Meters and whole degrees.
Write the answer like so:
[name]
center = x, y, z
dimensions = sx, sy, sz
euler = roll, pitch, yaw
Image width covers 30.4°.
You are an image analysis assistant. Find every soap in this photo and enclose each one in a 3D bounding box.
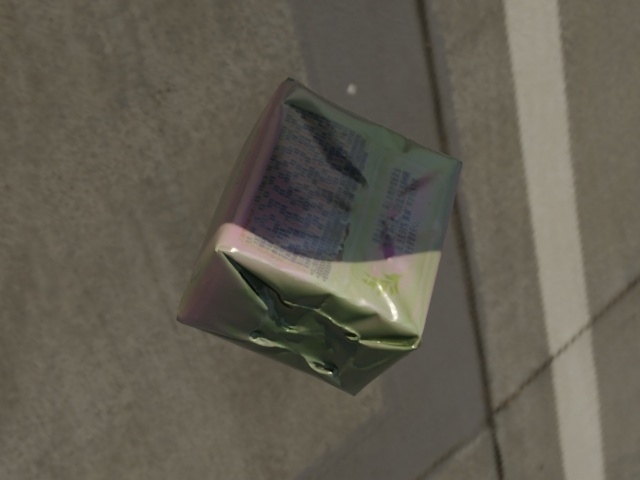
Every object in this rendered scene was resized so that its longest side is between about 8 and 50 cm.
[soap]
center = 0.000, 0.000, 1.006
dimensions = 0.182, 0.138, 0.199
euler = 25, 56, -11
